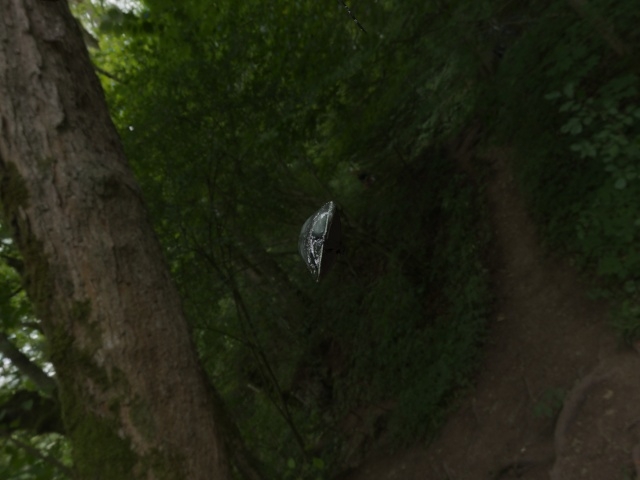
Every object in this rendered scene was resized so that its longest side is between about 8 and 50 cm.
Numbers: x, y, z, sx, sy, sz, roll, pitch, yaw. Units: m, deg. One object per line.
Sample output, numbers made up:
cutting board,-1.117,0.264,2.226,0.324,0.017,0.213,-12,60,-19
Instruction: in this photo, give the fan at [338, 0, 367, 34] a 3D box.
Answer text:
fan,0.043,-0.272,0.538,0.004,0.056,0.083,-39,-8,20

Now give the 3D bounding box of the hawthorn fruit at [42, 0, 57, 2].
hawthorn fruit,-0.274,-0.275,0.423,0.077,0.077,0.077,-27,-5,-3

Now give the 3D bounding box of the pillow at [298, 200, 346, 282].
pillow,-0.002,0.000,0.557,0.055,0.091,0.135,-15,6,-8
